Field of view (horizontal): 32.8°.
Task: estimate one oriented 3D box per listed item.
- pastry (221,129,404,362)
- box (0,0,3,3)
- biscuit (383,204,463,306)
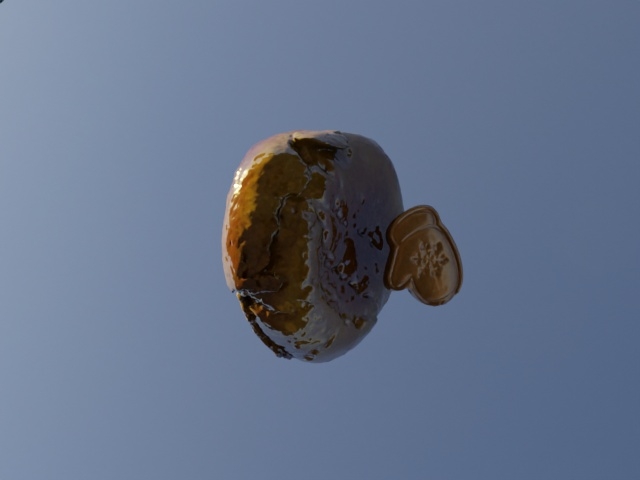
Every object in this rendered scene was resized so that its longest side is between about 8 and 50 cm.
[{"bbox_3d":[0.000,0.000,1.518,0.163,0.356,0.356,-5,-91,34],"label":"pastry"},{"bbox_3d":[-0.259,-0.222,0.782,0.031,0.126,0.091,13,-90,13],"label":"box"},{"bbox_3d":[0.135,0.029,1.469,0.140,0.118,0.023,58,-19,-14],"label":"biscuit"}]
